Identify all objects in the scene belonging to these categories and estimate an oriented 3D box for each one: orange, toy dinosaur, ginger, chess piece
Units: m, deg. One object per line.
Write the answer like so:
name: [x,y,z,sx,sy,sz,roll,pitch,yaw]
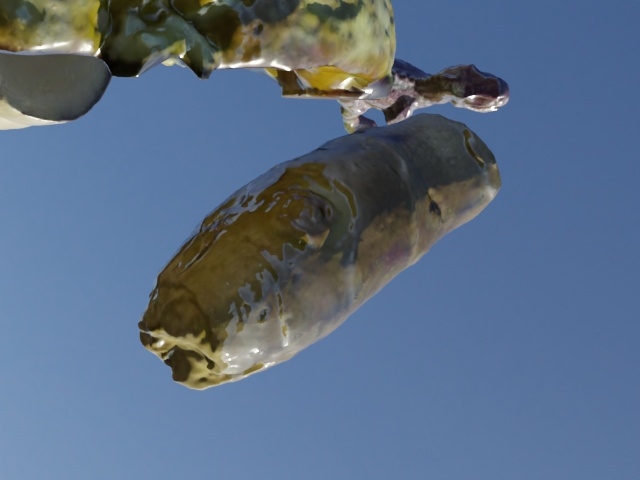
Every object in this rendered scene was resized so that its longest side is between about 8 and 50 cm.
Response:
orange: [-0.134,-0.184,0.971,0.271,0.369,0.210,12,-78,60]
toy dinosaur: [0.031,-0.160,1.575,0.251,0.072,0.200,31,-14,-11]
ginger: [0.000,0.000,1.139,0.109,0.263,0.116,12,-56,46]
chess piece: [-0.286,-0.130,1.317,0.261,0.143,0.142,-11,-79,39]
